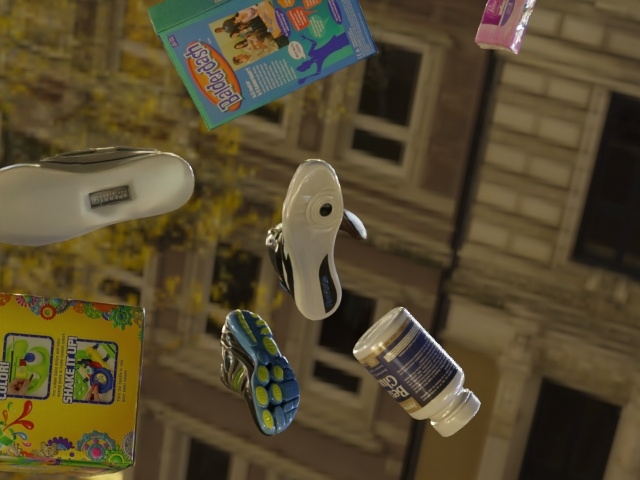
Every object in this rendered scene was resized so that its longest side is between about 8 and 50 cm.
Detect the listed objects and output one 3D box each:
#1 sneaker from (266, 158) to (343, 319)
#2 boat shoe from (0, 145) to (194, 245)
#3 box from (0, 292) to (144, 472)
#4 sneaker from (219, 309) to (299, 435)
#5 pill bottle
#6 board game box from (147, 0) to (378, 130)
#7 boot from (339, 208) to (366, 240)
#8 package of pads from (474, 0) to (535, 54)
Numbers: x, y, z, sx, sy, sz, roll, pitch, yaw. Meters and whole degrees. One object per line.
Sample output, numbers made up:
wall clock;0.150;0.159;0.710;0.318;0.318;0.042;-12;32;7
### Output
sneaker;-0.031;-0.017;1.799;0.079;0.216;0.121;-13;-149;-22
boat shoe;-0.284;-0.062;1.674;0.268;0.096;0.088;-15;-160;-18
box;-0.366;0.168;1.629;0.279;0.177;0.290;6;167;-17
sneaker;-0.080;0.171;1.800;0.067;0.078;0.188;5;-140;-31
pill bottle;0.132;0.178;1.924;0.169;0.094;0.094;47;-154;-6
board game box;-0.059;-0.226;1.559;0.210;0.160;0.047;-25;-131;1
boot;0.000;0.000;1.984;0.037;0.114;0.106;22;-156;-51
package of pads;0.210;-0.254;1.631;0.050;0.083;0.032;16;176;36
